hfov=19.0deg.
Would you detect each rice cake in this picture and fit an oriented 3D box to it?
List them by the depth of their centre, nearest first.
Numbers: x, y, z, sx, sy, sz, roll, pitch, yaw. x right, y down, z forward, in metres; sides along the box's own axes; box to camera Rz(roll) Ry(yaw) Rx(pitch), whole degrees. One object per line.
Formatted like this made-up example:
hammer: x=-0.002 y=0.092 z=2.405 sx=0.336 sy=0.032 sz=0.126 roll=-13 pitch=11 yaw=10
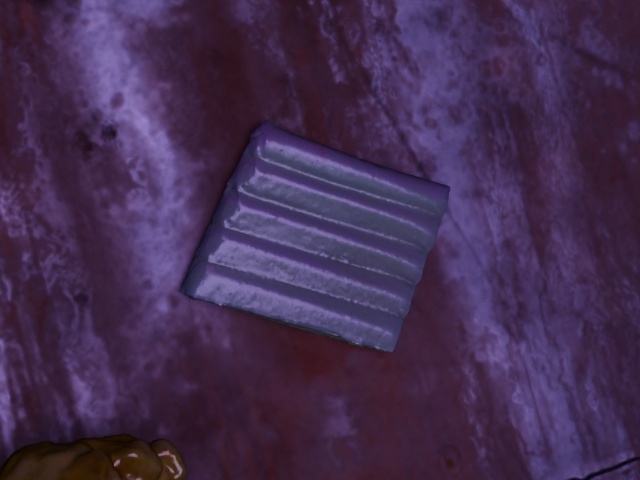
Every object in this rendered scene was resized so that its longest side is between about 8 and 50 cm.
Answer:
rice cake: x=0.000 y=0.000 z=1.722 sx=0.198 sy=0.037 sz=0.189 roll=25 pitch=83 yaw=-12

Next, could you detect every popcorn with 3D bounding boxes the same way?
popcorn: x=-0.208 y=0.277 z=1.593 sx=0.253 sy=0.190 sz=0.191 roll=-31 pitch=54 yaw=18
